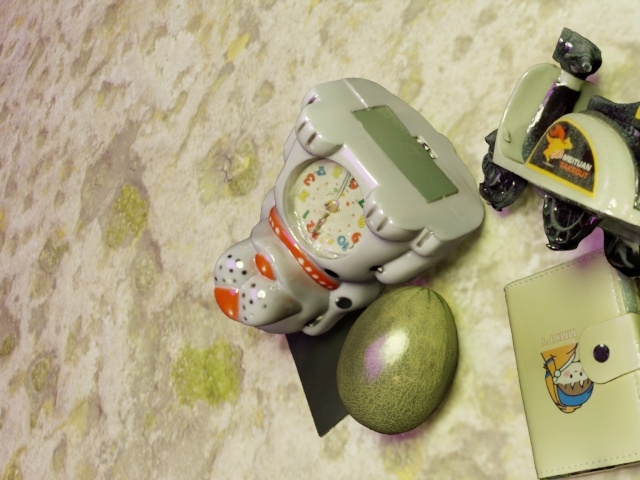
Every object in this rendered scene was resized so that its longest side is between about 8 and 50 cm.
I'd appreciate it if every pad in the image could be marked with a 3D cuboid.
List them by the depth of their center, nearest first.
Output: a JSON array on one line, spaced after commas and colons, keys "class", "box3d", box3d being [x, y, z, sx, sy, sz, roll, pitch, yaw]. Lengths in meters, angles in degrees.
[{"class": "pad", "box3d": [0.006, 0.088, 0.851, 0.116, 0.004, 0.193, -45, 48, 28]}]

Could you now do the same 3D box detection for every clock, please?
[{"class": "clock", "box3d": [0.000, -0.001, 0.773, 0.254, 0.189, 0.189, -45, 48, 32]}]

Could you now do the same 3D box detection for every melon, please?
[{"class": "melon", "box3d": [0.067, 0.101, 0.713, 0.098, 0.098, 0.130, 17, 83, 49]}]

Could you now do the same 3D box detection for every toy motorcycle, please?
[{"class": "toy motorcycle", "box3d": [0.194, -0.071, 0.603, 0.157, 0.091, 0.263, -67, 19, 11]}]

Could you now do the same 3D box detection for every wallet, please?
[{"class": "wallet", "box3d": [0.197, 0.091, 0.618, 0.110, 0.039, 0.155, -28, 57, 42]}]
